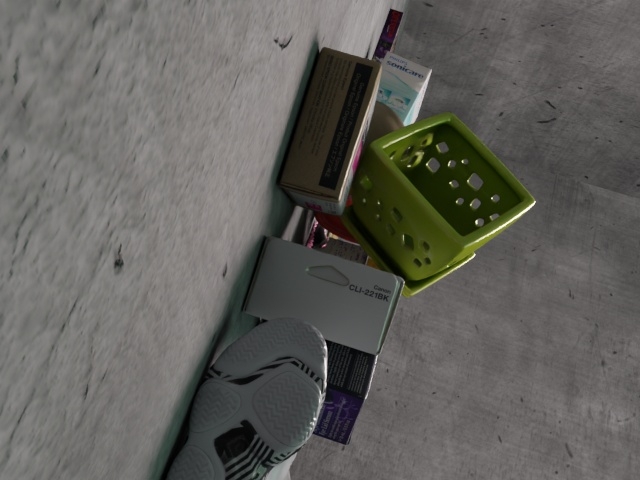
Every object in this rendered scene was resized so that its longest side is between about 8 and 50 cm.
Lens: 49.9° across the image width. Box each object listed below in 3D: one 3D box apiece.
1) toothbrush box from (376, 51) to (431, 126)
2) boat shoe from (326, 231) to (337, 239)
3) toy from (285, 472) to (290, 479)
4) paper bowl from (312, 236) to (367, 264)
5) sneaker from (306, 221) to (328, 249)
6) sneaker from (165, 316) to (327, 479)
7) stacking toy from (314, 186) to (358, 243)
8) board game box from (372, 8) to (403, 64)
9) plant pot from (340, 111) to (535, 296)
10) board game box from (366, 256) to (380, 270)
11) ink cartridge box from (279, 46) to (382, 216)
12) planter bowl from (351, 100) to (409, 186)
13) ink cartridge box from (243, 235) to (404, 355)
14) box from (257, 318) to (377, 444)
[{"bbox_3d":[0.149,-0.281,1.714,0.216,0.126,0.295,97,19,-66],"label":"toothbrush box"},{"bbox_3d":[0.073,-0.065,2.287,0.068,0.072,0.190,-64,171,-68],"label":"boat shoe"},{"bbox_3d":[-0.123,0.448,1.240,0.137,0.056,0.237,-22,116,-33],"label":"toy"},{"bbox_3d":[-0.005,0.132,1.443,0.284,0.148,0.284,18,90,-86],"label":"paper bowl"},{"bbox_3d":[0.000,0.000,1.629,0.047,0.057,0.119,100,7,-49],"label":"sneaker"},{"bbox_3d":[-0.102,0.276,0.823,0.210,0.137,0.366,101,12,-62],"label":"sneaker"},{"bbox_3d":[0.137,-0.108,1.506,0.309,0.280,0.130,109,1,-62],"label":"stacking toy"},{"bbox_3d":[0.166,-0.480,1.997,0.208,0.056,0.346,109,0,-59],"label":"board game box"},{"bbox_3d":[0.181,-0.051,1.169,0.228,0.227,0.207,-26,159,-38],"label":"plant pot"},{"bbox_3d":[0.122,0.075,1.440,0.316,0.064,0.242,99,9,-60],"label":"board game box"},{"bbox_3d":[0.017,-0.143,0.993,0.234,0.088,0.193,55,51,-87],"label":"ink cartridge box"},{"bbox_3d":[0.066,-0.164,1.249,0.109,0.162,0.162,-32,146,-45],"label":"planter bowl"},{"bbox_3d":[0.009,0.084,1.040,0.273,0.197,0.114,70,38,-83],"label":"ink cartridge box"},{"bbox_3d":[-0.025,0.235,1.163,0.108,0.207,0.153,-69,173,-45],"label":"box"}]
